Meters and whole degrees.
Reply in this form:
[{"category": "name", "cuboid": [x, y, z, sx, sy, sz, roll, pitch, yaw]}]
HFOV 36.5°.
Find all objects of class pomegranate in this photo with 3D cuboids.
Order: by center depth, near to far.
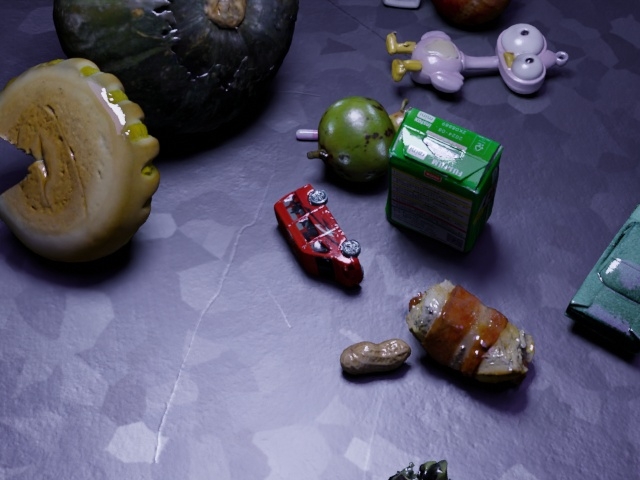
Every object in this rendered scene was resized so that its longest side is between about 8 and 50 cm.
[{"category": "pomegranate", "cuboid": [0.089, -0.188, 1.753, 0.220, 0.156, 0.156, -17, 51, -41]}]

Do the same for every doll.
[{"category": "doll", "cuboid": [0.315, -0.359, 1.934, 0.365, 0.094, 0.160, -4, 54, -6]}]

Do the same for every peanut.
[{"category": "peanut", "cuboid": [0.085, 0.178, 1.498, 0.113, 0.054, 0.054, -8, 51, -6]}]

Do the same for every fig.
[{"category": "fig", "cuboid": [0.324, -0.552, 2.049, 0.205, 0.205, 0.205, 2, 50, -2]}]

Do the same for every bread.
[{"category": "bread", "cuboid": [-0.395, -0.130, 1.592, 0.333, 0.333, 0.160, 26, 12, 18]}]

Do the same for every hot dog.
[{"category": "hot dog", "cuboid": [0.229, 0.150, 1.506, 0.213, 0.103, 0.146, 39, 37, 15]}]

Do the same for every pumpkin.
[{"category": "pumpkin", "cuboid": [-0.249, -0.415, 1.725, 0.344, 0.454, 0.454, 12, 45, 43]}]

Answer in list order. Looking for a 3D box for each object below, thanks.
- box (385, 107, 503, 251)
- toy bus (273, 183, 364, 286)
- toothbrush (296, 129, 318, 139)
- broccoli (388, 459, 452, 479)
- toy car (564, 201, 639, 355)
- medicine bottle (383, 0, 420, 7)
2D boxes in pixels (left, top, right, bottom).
[{"category": "box", "cuboid": [0.197, -0.094, 1.607, 0.180, 0.250, 0.103, 25, 69, 14]}, {"category": "toy bus", "cuboid": [0.000, 0.000, 1.627, 0.089, 0.081, 0.195, -25, 56, -11]}, {"category": "toothbrush", "cuboid": [0.097, -0.193, 1.830, 0.286, 0.020, 0.025, 3, 42, -1]}, {"category": "broccoli", "cuboid": [0.155, 0.354, 1.288, 0.154, 0.160, 0.167, -11, 31, 10]}, {"category": "toy car", "cuboid": [0.538, 0.044, 1.607, 0.141, 0.097, 0.321, 30, 55, 19]}, {"category": "medicine bottle", "cuboid": [0.187, -0.613, 2.112, 0.088, 0.132, 0.188, 6, 48, 3]}]
